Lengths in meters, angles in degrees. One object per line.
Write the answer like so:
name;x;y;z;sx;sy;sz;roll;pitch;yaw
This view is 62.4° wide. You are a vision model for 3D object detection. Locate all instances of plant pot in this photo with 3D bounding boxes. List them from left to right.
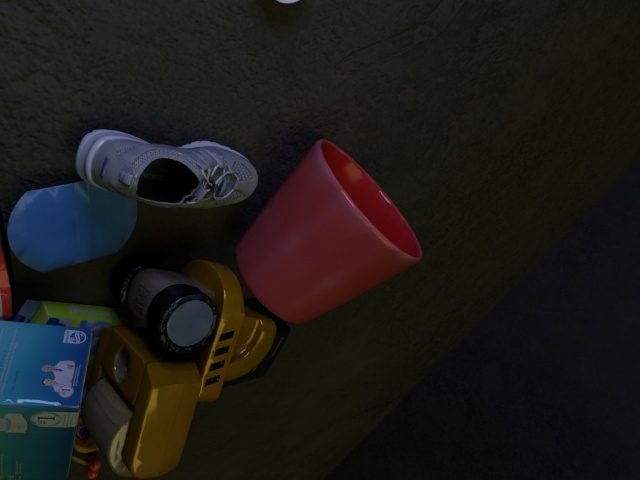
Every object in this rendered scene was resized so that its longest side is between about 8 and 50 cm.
plant pot;0.000;0.000;0.927;0.243;0.275;0.275;-40;149;18

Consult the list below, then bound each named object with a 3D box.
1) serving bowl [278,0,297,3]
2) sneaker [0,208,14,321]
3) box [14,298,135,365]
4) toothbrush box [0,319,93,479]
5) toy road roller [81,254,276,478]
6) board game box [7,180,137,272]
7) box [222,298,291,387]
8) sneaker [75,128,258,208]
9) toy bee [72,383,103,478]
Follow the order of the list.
serving bowl;-0.042;-0.347;0.669;0.083;0.027;0.083;-27;144;-22
sneaker;-0.455;0.020;0.628;0.145;0.090;0.270;-7;140;-27
box;-0.410;0.154;0.864;0.109;0.042;0.178;-51;147;14
toothbrush box;-0.470;0.211;0.684;0.296;0.126;0.216;9;131;-21
toy road roller;-0.218;0.194;0.863;0.241;0.203;0.329;15;95;-43
board game box;-0.339;-0.029;0.725;0.169;0.033;0.133;-19;136;-36
box;-0.190;0.217;1.100;0.207;0.108;0.153;-1;130;-45
sneaker;-0.184;-0.077;0.733;0.281;0.115;0.105;-5;120;-52
toy bee;-0.413;0.359;0.993;0.298;0.162;0.195;-23;145;-26
